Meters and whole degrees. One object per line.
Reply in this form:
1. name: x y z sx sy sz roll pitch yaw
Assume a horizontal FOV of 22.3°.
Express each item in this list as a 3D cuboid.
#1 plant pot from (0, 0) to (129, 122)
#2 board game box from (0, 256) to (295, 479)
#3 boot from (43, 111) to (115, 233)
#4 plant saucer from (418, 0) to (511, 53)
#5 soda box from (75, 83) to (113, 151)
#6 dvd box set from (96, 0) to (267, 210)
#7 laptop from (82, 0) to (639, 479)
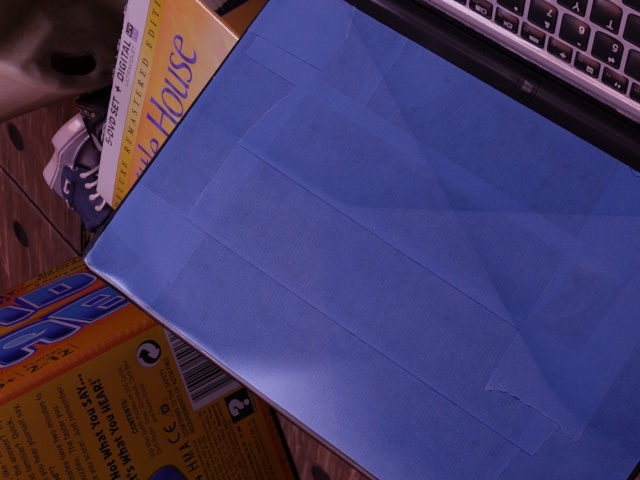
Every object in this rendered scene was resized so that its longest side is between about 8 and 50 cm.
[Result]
1. plant pot: -0.308 -0.230 1.421 0.305 0.334 0.334 -1 114 47
2. board game box: -0.270 0.258 1.688 0.356 0.356 0.357 6 119 57
3. boot: -0.228 -0.073 1.654 0.086 0.069 0.190 52 159 4
4. plant saucer: 0.070 -0.178 1.099 0.198 0.036 0.199 39 145 35
5. soda box: -0.166 -0.109 1.499 0.169 0.060 0.053 20 134 61
6. dvd box set: 0.000 0.000 1.214 0.420 0.062 0.308 45 146 16
7. laptop: 0.072 -0.091 0.904 0.382 0.236 0.408 34 141 25
